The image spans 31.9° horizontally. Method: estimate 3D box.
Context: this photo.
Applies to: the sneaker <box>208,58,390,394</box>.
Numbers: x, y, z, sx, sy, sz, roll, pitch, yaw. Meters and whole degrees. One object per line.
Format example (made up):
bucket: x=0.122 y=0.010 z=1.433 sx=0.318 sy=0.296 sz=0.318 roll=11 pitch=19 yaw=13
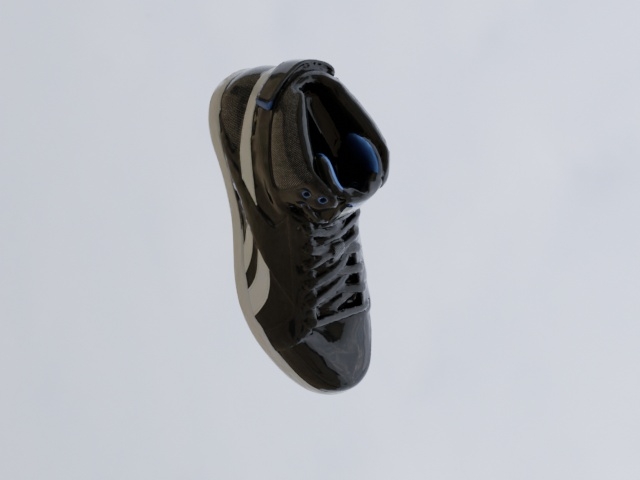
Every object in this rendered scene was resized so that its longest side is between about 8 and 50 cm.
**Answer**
sneaker: x=0.000 y=0.000 z=0.666 sx=0.121 sy=0.079 sz=0.217 roll=3 pitch=-66 yaw=60
